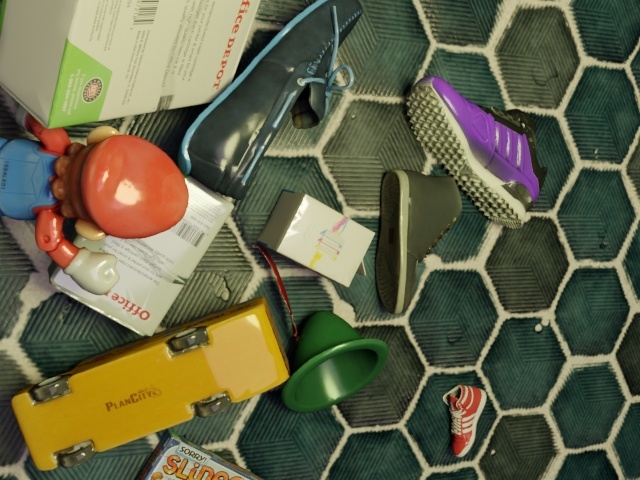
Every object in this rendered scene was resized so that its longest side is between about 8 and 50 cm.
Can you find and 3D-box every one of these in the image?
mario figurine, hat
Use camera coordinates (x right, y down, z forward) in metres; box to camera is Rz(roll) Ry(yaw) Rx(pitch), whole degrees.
[{"bbox_3d":[-0.303,-0.057,0.890,0.320,0.170,0.198,7,123,12],"label":"mario figurine"},{"bbox_3d":[-0.010,0.128,1.143,0.172,0.184,0.209,-10,142,-28],"label":"hat"}]

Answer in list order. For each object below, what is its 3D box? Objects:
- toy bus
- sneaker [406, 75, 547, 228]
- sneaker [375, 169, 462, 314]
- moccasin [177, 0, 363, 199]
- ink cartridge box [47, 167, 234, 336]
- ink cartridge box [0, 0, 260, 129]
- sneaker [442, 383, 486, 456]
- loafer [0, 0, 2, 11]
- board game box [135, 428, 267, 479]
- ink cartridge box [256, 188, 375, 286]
[{"bbox_3d":[-0.212,0.180,0.977,0.332,0.130,0.108,-20,97,-2],"label":"toy bus"},{"bbox_3d":[0.256,-0.165,1.175,0.146,0.102,0.293,-50,117,-13],"label":"sneaker"},{"bbox_3d":[0.157,0.004,1.160,0.118,0.083,0.222,1,96,-23],"label":"sneaker"},{"bbox_3d":[-0.045,-0.188,1.007,0.117,0.138,0.342,39,75,0],"label":"moccasin"},{"bbox_3d":[-0.237,-0.002,0.991,0.153,0.087,0.208,35,84,-22],"label":"ink cartridge box"},{"bbox_3d":[-0.205,-0.253,0.849,0.272,0.114,0.198,-24,147,-52],"label":"ink cartridge box"},{"bbox_3d":[0.229,0.297,1.257,0.067,0.042,0.119,24,81,-28],"label":"sneaker"},{"bbox_3d":[-0.308,-0.349,0.884,0.130,0.134,0.366,42,81,-23],"label":"loafer"},{"bbox_3d":[-0.175,0.381,1.104,0.201,0.035,0.136,34,84,-23],"label":"board game box"},{"bbox_3d":[0.000,0.000,1.090,0.143,0.092,0.090,28,87,-25],"label":"ink cartridge box"}]
